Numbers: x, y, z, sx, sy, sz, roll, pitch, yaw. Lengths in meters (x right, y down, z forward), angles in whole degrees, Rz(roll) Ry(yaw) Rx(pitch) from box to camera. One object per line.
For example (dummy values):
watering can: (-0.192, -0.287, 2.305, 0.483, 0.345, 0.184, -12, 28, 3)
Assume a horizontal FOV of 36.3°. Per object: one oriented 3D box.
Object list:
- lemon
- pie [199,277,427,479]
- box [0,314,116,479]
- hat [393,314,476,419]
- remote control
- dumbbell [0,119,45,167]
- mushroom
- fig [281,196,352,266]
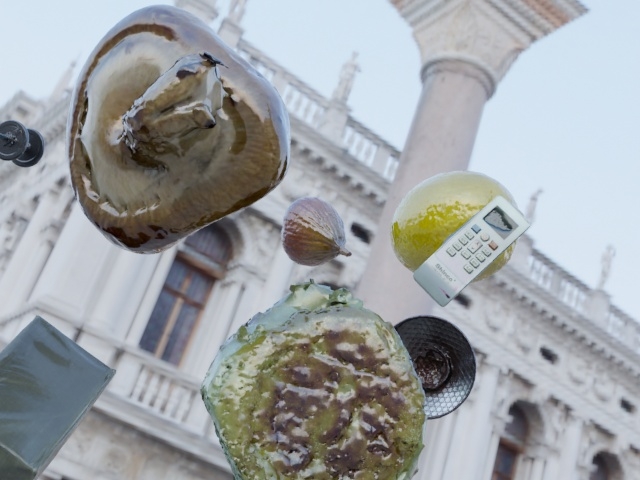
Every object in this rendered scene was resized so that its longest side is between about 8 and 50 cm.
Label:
lemon: (0.211, -0.018, 1.532, 0.244, 0.186, 0.187, -8, -38, 39)
pie: (0.000, 0.228, 1.322, 0.288, 0.354, 0.103, -19, -12, -16)
box: (-0.429, 0.252, 1.386, 0.149, 0.231, 0.155, 37, -57, -3)
hat: (0.201, 0.237, 1.826, 0.193, 0.193, 0.082, 10, -5, 17)
remote control: (0.200, 0.013, 1.302, 0.065, 0.166, 0.029, 45, -14, 13)
dumbbell: (-0.504, -0.161, 1.626, 0.069, 0.069, 0.147, 12, -6, 14)
mushroom: (-0.208, -0.152, 1.268, 0.345, 0.345, 0.260, 3, -3, 29)
fig: (-0.010, 0.003, 1.637, 0.119, 0.153, 0.119, -6, -50, -7)
